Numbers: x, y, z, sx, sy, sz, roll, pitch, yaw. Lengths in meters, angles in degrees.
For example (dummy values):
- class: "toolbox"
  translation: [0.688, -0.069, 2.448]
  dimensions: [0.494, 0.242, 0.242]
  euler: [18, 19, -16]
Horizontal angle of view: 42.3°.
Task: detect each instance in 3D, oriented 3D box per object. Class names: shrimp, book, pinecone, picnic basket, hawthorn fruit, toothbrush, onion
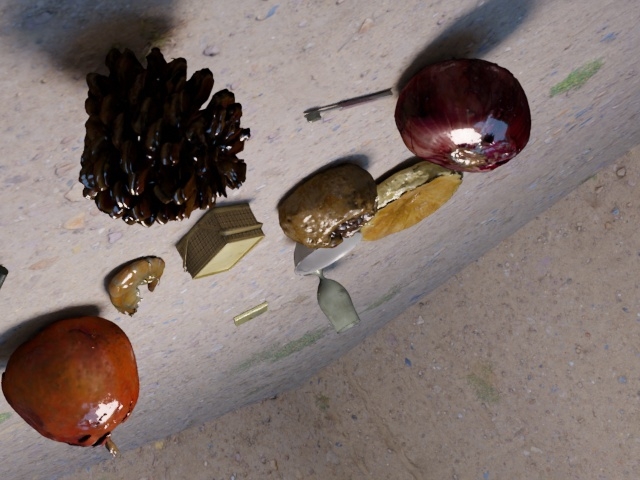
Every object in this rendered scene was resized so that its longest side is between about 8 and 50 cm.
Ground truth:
- class: "shrimp"
  translation: [-0.380, 0.095, 1.725]
  dimensions: [0.133, 0.053, 0.236]
  euler: [-45, 168, -24]
- class: "book"
  translation: [-0.205, 0.221, 2.465]
  dimensions: [0.111, 0.014, 0.077]
  euler: [-26, 165, -12]
- class: "pinecone"
  translation: [-0.183, -0.119, 0.994]
  dimensions: [0.221, 0.221, 0.221]
  euler: [-27, 164, -8]
- class: "picnic basket"
  translation: [-0.201, 0.002, 1.660]
  dimensions: [0.115, 0.079, 0.164]
  euler: [-13, 158, -49]
- class: "hawthorn fruit"
  translation: [-0.497, 0.317, 1.737]
  dimensions: [0.276, 0.307, 0.276]
  euler: [-32, 178, -1]
- class: "toothbrush"
  translation: [0.051, -0.238, 1.465]
  dimensions: [0.194, 0.017, 0.014]
  euler: [-23, 169, -32]
- class: "onion"
  translation: [0.266, -0.239, 1.516]
  dimensions: [0.252, 0.219, 0.252]
  euler: [9, 148, 6]

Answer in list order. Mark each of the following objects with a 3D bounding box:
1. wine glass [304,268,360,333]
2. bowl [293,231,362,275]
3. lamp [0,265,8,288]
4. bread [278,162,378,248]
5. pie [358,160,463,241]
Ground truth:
- class: "wine glass"
  translation: [0.034, 0.161, 2.350]
  dimensions: [0.093, 0.202, 0.093]
  euler: [-27, 163, -9]
- class: "bowl"
  translation: [0.000, 0.000, 2.001]
  dimensions: [0.189, 0.086, 0.189]
  euler: [-28, 163, -9]
- class: "lamp"
  translation: [-0.547, 0.059, 1.317]
  dimensions: [0.054, 0.041, 0.121]
  euler: [-45, 163, 22]
- class: "bread"
  translation: [0.027, -0.066, 1.777]
  dimensions: [0.230, 0.123, 0.230]
  euler: [-25, 162, -9]
- class: "pie"
  translation: [0.215, -0.103, 2.063]
  dimensions: [0.339, 0.083, 0.339]
  euler: [-26, 167, -7]
